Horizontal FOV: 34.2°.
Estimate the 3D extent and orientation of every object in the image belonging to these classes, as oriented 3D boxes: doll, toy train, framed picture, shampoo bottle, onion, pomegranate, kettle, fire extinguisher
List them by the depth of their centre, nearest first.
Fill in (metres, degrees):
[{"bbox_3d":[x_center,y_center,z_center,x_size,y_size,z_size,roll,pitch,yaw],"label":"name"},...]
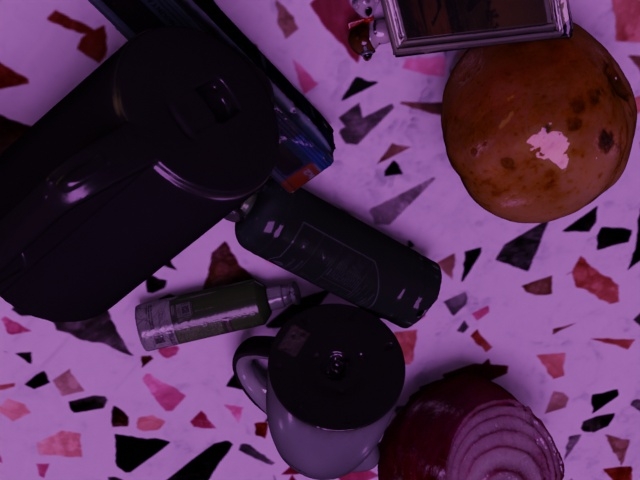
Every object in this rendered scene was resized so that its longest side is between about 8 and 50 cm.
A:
[{"bbox_3d":[0.126,-0.302,0.994,0.197,0.014,0.252,-1,119,32],"label":"framed picture"},{"bbox_3d":[-0.220,-0.062,1.011,0.262,0.203,0.308,1,158,-41],"label":"kettle"},{"bbox_3d":[-0.140,-0.210,1.070,0.089,0.086,0.409,-36,121,20],"label":"toy train"},{"bbox_3d":[0.220,-0.123,1.101,0.215,0.215,0.215,-3,125,-4],"label":"pomegranate"},{"bbox_3d":[0.048,-0.234,1.102,0.058,0.040,0.085,-35,126,2],"label":"doll"},{"bbox_3d":[0.000,0.000,1.219,0.311,0.095,0.114,27,159,-21],"label":"fire extinguisher"},{"bbox_3d":[-0.124,0.087,1.291,0.204,0.065,0.065,-13,125,3],"label":"shampoo bottle"},{"bbox_3d":[-0.013,0.189,1.306,0.221,0.161,0.236,27,152,11],"label":"kettle"},{"bbox_3d":[0.173,0.297,1.394,0.207,0.216,0.206,-21,95,52],"label":"onion"}]
